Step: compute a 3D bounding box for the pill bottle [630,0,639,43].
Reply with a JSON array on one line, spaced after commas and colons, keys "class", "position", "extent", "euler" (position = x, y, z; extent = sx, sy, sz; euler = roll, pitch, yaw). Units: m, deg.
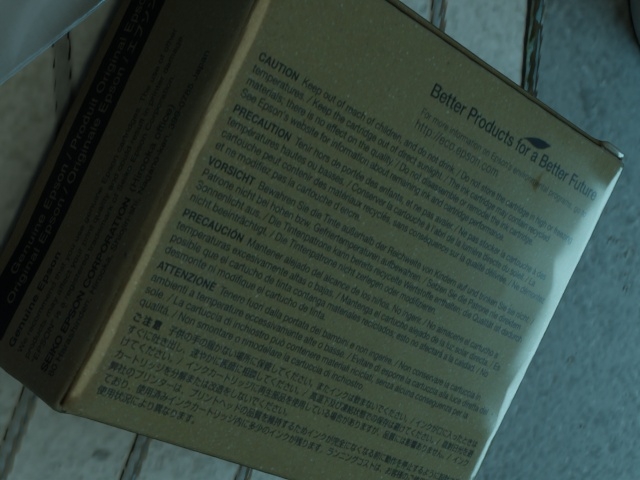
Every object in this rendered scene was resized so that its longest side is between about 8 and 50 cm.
[{"class": "pill bottle", "position": [0.296, -0.109, 0.666], "extent": [0.162, 0.278, 0.162], "euler": [-16, 118, -34]}]

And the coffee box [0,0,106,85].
[{"class": "coffee box", "position": [-0.081, -0.172, 0.448], "extent": [0.246, 0.098, 0.141], "euler": [-42, 129, -19]}]

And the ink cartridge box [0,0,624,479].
[{"class": "ink cartridge box", "position": [0.000, 0.000, 0.595], "extent": [0.235, 0.088, 0.193], "euler": [27, 88, -42]}]
